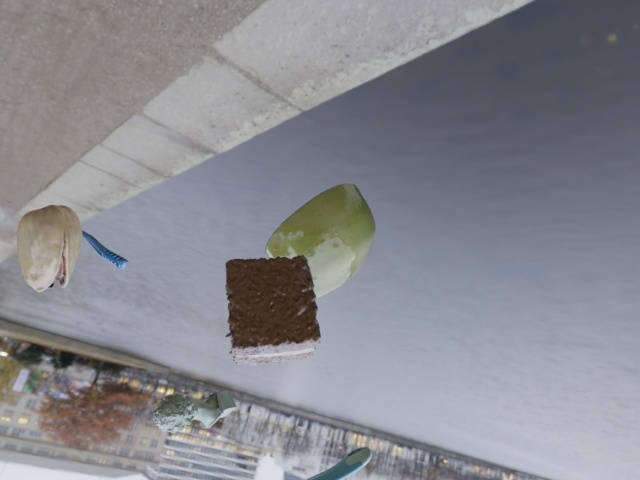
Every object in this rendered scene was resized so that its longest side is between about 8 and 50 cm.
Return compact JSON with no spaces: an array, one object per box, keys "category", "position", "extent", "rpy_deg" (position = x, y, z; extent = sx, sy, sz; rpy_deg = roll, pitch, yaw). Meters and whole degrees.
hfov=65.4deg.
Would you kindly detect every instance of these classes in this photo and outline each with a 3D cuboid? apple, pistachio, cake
[{"category":"apple","position":[0.000,0.000,1.441],"extent":[0.320,0.360,0.311],"rpy_deg":[12,131,57]},{"category":"pistachio","position":[-0.704,0.018,1.305],"extent":[0.158,0.229,0.157],"rpy_deg":[5,-172,-1]},{"category":"cake","position":[-0.075,0.108,0.729],"extent":[0.135,0.135,0.147],"rpy_deg":[-1,157,-14]}]

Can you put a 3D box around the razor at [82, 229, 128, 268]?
[{"category":"razor","position":[-0.676,0.009,1.468],"extent":[0.253,0.042,0.082],"rpy_deg":[30,166,8]}]

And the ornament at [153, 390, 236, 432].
[{"category":"ornament","position":[-0.410,0.569,1.668],"extent":[0.286,0.120,0.130],"rpy_deg":[7,131,-40]}]

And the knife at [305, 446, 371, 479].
[{"category":"knife","position":[0.044,0.640,1.377],"extent":[0.031,0.222,0.064],"rpy_deg":[62,178,-25]}]
